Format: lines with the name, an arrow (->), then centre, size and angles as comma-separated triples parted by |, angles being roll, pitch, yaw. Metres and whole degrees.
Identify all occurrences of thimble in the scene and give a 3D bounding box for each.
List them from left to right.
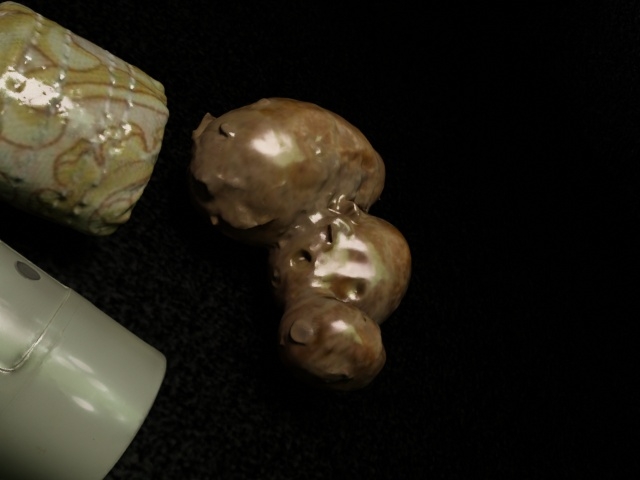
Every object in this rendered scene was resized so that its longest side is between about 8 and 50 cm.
thimble -> -0.217, -0.104, 0.534 | 0.144, 0.137, 0.190 | 24, 33, -32

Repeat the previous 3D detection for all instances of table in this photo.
table -> -0.224, 0.063, 0.411 | 0.220, 0.126, 0.126 | 42, 40, -20

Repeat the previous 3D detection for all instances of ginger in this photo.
ginger -> 0.000, 0.000, 0.674 | 0.245, 0.155, 0.304 | -13, 73, -53
